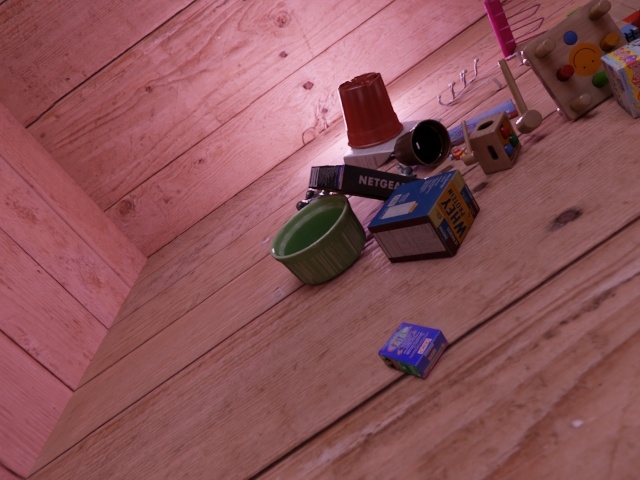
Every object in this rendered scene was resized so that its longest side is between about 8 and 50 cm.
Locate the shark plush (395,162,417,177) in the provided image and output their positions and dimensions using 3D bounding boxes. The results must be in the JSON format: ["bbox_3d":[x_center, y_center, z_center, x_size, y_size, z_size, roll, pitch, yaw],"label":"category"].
[{"bbox_3d":[0.322,-0.244,1.621,0.067,0.073,0.161,-4,16,-3],"label":"shark plush"}]

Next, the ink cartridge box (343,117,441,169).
[{"bbox_3d":[0.336,-0.441,2.026,0.386,0.091,0.308,1,38,32],"label":"ink cartridge box"}]

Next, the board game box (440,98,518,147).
[{"bbox_3d":[0.582,-0.428,1.642,0.282,0.027,0.145,-25,22,28],"label":"board game box"}]

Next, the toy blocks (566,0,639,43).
[{"bbox_3d":[0.914,-0.636,1.409,0.382,0.190,0.260,-28,34,21],"label":"toy blocks"}]

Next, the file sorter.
[{"bbox_3d":[0.925,-1.045,2.065,0.182,0.290,0.202,-12,31,42],"label":"file sorter"}]

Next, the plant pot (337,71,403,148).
[{"bbox_3d":[0.211,-0.602,2.011,0.273,0.264,0.272,-17,31,11],"label":"plant pot"}]

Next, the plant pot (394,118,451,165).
[{"bbox_3d":[0.366,-0.350,1.640,0.167,0.167,0.165,-41,14,-14],"label":"plant pot"}]

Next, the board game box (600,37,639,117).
[{"bbox_3d":[0.867,-0.441,1.061,0.276,0.144,0.142,-25,24,28],"label":"board game box"}]

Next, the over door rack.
[{"bbox_3d":[0.714,-0.747,2.007,0.239,0.108,0.324,-47,23,-24],"label":"over door rack"}]

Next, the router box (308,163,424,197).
[{"bbox_3d":[0.150,-0.185,1.449,0.243,0.309,0.080,-164,81,-65],"label":"router box"}]

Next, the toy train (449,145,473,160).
[{"bbox_3d":[0.514,-0.322,1.492,0.166,0.046,0.125,-28,23,22],"label":"toy train"}]

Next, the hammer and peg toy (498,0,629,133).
[{"bbox_3d":[0.700,-0.488,1.258,0.362,0.265,0.127,-34,2,2],"label":"hammer and peg toy"}]

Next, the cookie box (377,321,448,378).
[{"bbox_3d":[0.182,0.214,0.869,0.092,0.040,0.107,-45,22,-24],"label":"cookie box"}]

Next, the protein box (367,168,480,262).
[{"bbox_3d":[0.275,-0.061,1.177,0.201,0.136,0.199,-11,32,49],"label":"protein box"}]

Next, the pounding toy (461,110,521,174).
[{"bbox_3d":[0.485,-0.284,1.264,0.094,0.181,0.206,-12,31,46],"label":"pounding toy"}]

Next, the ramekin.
[{"bbox_3d":[0.000,0.000,1.432,0.304,0.148,0.303,-30,26,17],"label":"ramekin"}]

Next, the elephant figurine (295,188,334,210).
[{"bbox_3d":[0.011,-0.133,1.671,0.185,0.170,0.239,-56,4,-9],"label":"elephant figurine"}]
